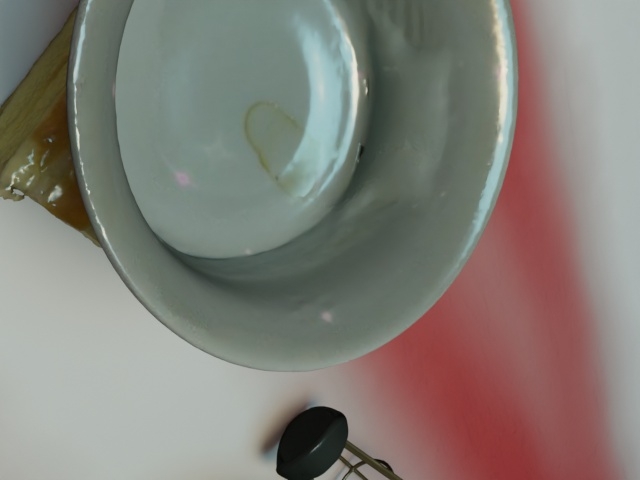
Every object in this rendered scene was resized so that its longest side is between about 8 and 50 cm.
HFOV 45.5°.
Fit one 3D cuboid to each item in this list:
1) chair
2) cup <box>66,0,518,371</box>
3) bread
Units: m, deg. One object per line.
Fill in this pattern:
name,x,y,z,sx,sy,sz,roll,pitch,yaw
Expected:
chair,0.028,0.267,0.883,0.104,0.095,0.221,-42,126,-3
cup,-0.033,-0.096,0.539,0.347,0.163,0.347,-9,105,-36
bread,-0.122,-0.087,0.650,0.239,0.111,0.246,41,77,-37
